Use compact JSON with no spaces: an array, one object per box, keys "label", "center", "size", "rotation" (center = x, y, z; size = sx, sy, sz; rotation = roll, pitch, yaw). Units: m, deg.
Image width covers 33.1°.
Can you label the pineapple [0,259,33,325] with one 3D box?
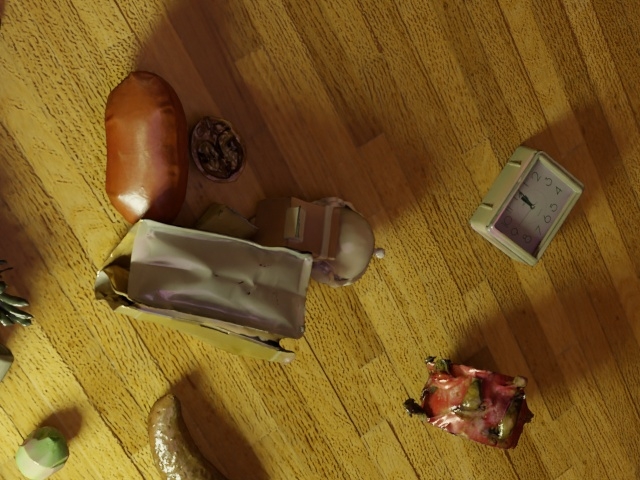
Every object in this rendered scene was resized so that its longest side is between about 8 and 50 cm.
[{"label":"pineapple","center":[-0.567,0.017,1.613],"size":[0.169,0.169,0.340],"rotation":[-50,123,-6]}]

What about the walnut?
[{"label":"walnut","center":[-0.176,-0.154,1.798],"size":[0.091,0.052,0.121],"rotation":[-28,110,-15]}]

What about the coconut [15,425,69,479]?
[{"label":"coconut","center":[-0.455,0.348,1.778],"size":[0.083,0.082,0.081],"rotation":[26,124,-19]}]

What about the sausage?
[{"label":"sausage","center":[-0.273,-0.140,1.715],"size":[0.133,0.133,0.258],"rotation":[-4,102,-24]}]

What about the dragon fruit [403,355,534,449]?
[{"label":"dragon fruit","center":[0.289,0.297,2.032],"size":[0.282,0.211,0.147],"rotation":[22,88,-30]}]

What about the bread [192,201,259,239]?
[{"label":"bread","center":[-0.176,-0.006,1.817],"size":[0.084,0.080,0.109],"rotation":[42,82,-23]}]

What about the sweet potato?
[{"label":"sweet potato","center":[-0.216,0.424,1.895],"size":[0.114,0.092,0.341],"rotation":[-44,118,-28]}]

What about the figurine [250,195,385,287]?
[{"label":"figurine","center":[0.003,-0.001,1.878],"size":[0.237,0.141,0.162],"rotation":[12,72,-36]}]

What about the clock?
[{"label":"clock","center":[0.396,-0.068,2.067],"size":[0.147,0.071,0.192],"rotation":[35,87,-27]}]

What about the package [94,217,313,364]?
[{"label":"package","center":[-0.188,0.105,1.744],"size":[0.311,0.221,0.165],"rotation":[15,55,-26]}]

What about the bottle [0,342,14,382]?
[{"label":"bottle","center":[-0.590,0.261,1.671],"size":[0.120,0.120,0.253],"rotation":[32,87,-27]}]
